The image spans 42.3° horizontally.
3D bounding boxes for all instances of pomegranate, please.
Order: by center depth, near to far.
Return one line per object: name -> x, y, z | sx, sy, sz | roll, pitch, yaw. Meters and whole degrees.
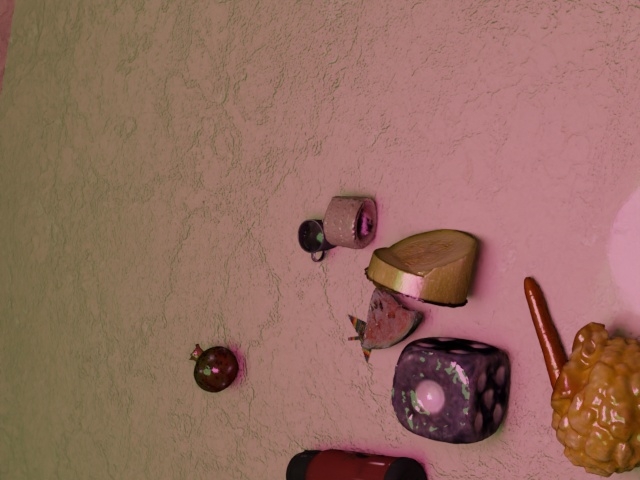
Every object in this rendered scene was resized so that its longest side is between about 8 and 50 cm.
pomegranate -> -0.278, 0.332, 2.136 | 0.130, 0.130, 0.130 | 3, 95, 39

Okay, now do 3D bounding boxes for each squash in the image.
squash -> 0.200, 0.049, 1.662 | 0.220, 0.220, 0.133 | 21, 110, 37

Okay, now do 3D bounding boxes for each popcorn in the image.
popcorn -> 0.506, 0.273, 1.443 | 0.237, 0.206, 0.251 | -54, 49, 44

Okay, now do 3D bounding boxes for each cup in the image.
cup -> 0.000, 0.000, 1.914 | 0.078, 0.077, 0.100 | 6, 96, 39

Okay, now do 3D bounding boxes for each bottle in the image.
bottle -> 0.065, 0.544, 1.856 | 0.336, 0.144, 0.144 | -4, 90, 40

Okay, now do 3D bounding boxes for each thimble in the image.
thimble -> 0.069, -0.041, 1.838 | 0.090, 0.102, 0.115 | 9, 106, 38

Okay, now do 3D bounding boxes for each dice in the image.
dice -> 0.261, 0.295, 1.653 | 0.182, 0.183, 0.181 | 9, 98, 38

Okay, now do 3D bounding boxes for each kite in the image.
kite -> 0.097, 0.220, 1.896 | 0.090, 0.004, 0.122 | -25, 77, 37

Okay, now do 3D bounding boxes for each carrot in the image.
carrot -> 0.437, 0.188, 1.591 | 0.043, 0.043, 0.248 | -25, 76, 38

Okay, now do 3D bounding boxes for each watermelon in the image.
watermelon -> 0.158, 0.163, 1.808 | 0.187, 0.071, 0.139 | -32, 66, 45
